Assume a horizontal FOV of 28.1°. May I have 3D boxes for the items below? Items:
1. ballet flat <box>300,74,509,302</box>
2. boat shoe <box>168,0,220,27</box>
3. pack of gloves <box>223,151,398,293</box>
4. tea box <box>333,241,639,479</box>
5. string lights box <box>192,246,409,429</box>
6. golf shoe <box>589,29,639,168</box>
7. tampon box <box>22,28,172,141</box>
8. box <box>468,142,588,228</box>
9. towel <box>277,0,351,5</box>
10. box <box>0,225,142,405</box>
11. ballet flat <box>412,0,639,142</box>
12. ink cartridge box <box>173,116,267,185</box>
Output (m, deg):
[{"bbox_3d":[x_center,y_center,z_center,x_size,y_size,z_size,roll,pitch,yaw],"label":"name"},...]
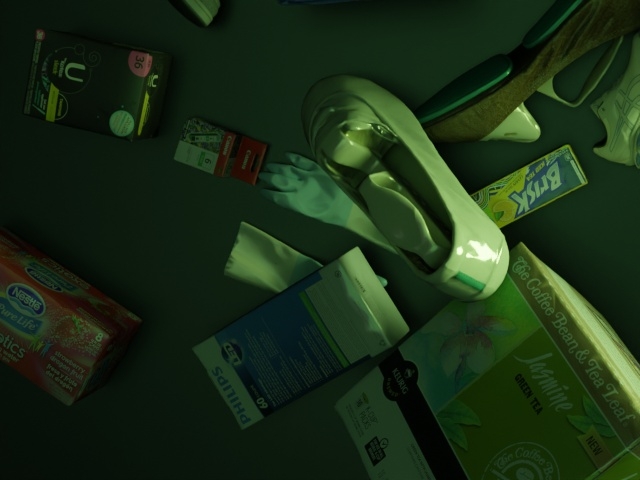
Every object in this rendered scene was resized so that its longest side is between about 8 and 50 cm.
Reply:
[{"bbox_3d":[0.076,-0.083,1.559,0.139,0.139,0.400,-47,57,13],"label":"ballet flat"},{"bbox_3d":[-0.210,-0.428,1.654,0.103,0.118,0.320,-32,104,-9],"label":"boat shoe"},{"bbox_3d":[0.000,0.000,1.713,0.232,0.046,0.195,21,101,9],"label":"pack of gloves"},{"bbox_3d":[0.242,0.245,1.519,0.323,0.329,0.220,-42,131,12],"label":"tea box"},{"bbox_3d":[-0.029,0.131,1.691,0.259,0.077,0.133,-32,90,27],"label":"string lights box"},{"bbox_3d":[0.377,-0.177,1.588,0.086,0.069,0.176,8,111,22],"label":"golf shoe"},{"bbox_3d":[-0.299,-0.210,1.724,0.161,0.101,0.120,13,100,10],"label":"tampon box"},{"bbox_3d":[0.256,-0.061,1.645,0.169,0.054,0.059,-28,90,13],"label":"box"},{"bbox_3d":[0.059,-0.454,1.555,0.243,0.040,0.336,2,86,24],"label":"towel"},{"bbox_3d":[-0.396,0.100,1.768,0.257,0.128,0.123,33,102,7],"label":"box"},{"bbox_3d":[0.270,-0.204,1.610,0.342,0.116,0.124,-39,107,10],"label":"ballet flat"},{"bbox_3d":[-0.136,-0.120,1.731,0.115,0.029,0.063,21,101,15],"label":"ink cartridge box"}]
